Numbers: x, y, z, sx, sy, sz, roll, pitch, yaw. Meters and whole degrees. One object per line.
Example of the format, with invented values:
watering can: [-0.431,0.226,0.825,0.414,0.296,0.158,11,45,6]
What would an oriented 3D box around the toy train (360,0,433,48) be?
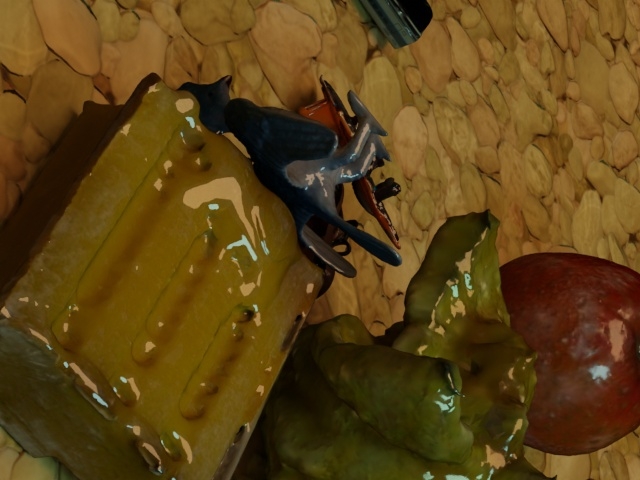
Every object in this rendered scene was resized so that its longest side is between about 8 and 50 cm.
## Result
toy train: [0.032,-0.322,1.666,0.252,0.048,0.055,53,47,-21]

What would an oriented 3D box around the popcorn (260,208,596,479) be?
popcorn: [0.073,0.162,1.375,0.326,0.290,0.321,45,26,-78]

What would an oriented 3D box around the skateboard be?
skateboard: [0.000,0.000,1.521,0.080,0.067,0.151,59,36,-38]

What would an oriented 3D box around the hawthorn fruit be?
hawthorn fruit: [0.281,0.111,1.725,0.235,0.263,0.231,16,41,-21]

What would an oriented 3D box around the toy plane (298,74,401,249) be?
toy plane: [0.046,-0.082,1.557,0.188,0.062,0.135,54,2,4]

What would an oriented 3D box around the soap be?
soap: [-0.140,0.051,1.246,0.259,0.143,0.281,51,43,-25]

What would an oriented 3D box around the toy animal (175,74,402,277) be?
toy animal: [-0.026,-0.062,1.368,0.255,0.176,0.239,63,-1,28]
